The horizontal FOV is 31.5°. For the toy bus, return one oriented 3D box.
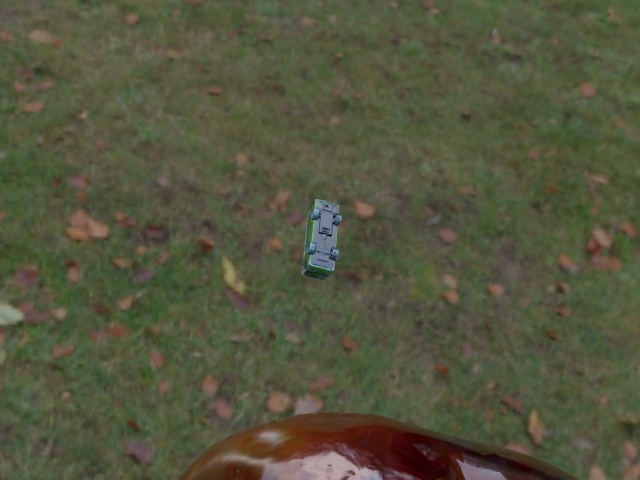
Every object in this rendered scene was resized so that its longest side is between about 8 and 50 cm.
[{"bbox_3d":[0.000,0.000,1.130,0.031,0.037,0.083,16,52,-13],"label":"toy bus"}]

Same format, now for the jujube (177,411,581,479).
[{"bbox_3d":[0.045,0.168,0.467,0.243,0.183,0.183,27,25,-40],"label":"jujube"}]
